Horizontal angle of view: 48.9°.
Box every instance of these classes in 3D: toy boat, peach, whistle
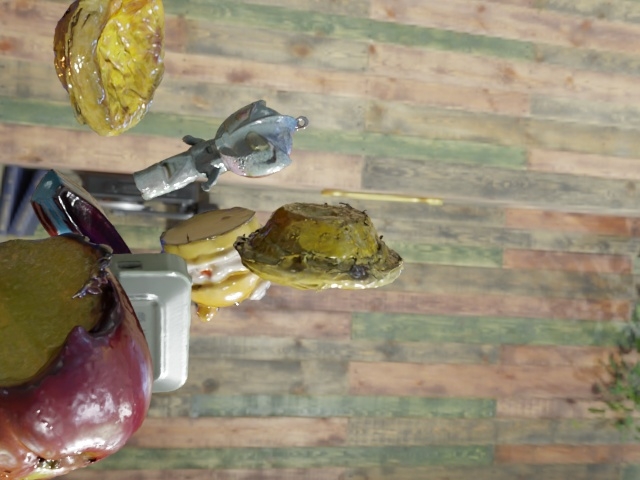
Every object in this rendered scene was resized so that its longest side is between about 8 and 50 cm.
[{"bbox_3d":[-0.515,-0.016,1.592,0.079,0.136,0.392,16,156,21],"label":"toy boat"},{"bbox_3d":[-0.463,0.171,1.136,0.338,0.417,0.353,-17,161,-21],"label":"peach"},{"bbox_3d":[-0.183,-0.165,1.340,0.346,0.142,0.134,-23,-177,-2],"label":"whistle"}]

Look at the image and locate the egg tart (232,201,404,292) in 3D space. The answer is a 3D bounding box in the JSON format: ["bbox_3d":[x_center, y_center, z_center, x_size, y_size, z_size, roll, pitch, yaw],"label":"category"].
[{"bbox_3d":[0.000,0.000,1.194,0.294,0.116,0.295,6,-164,-2],"label":"egg tart"}]

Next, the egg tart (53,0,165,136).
[{"bbox_3d":[-0.420,-0.366,1.382,0.128,0.342,0.341,10,-178,11],"label":"egg tart"}]

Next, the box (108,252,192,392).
[{"bbox_3d":[-0.456,0.187,1.454,0.372,0.367,0.090,-1,-139,-13],"label":"box"}]

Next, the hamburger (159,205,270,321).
[{"bbox_3d":[-0.249,0.059,1.738,0.276,0.237,0.276,-13,-163,4],"label":"hamburger"}]
